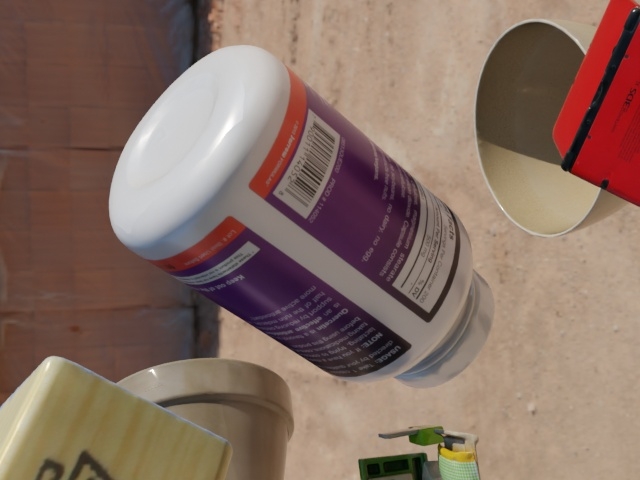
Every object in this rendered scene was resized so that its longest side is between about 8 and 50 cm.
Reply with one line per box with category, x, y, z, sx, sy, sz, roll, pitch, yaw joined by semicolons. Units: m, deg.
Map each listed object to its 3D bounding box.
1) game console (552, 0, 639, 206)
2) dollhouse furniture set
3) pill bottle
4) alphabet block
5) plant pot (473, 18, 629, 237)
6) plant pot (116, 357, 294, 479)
game console;0.262;-0.119;0.741;0.124;0.085;0.144;31;120;23
dollhouse furniture set;0.076;0.185;0.691;0.152;0.059;0.076;142;121;-76
pill bottle;0.000;0.000;0.736;0.181;0.323;0.181;-32;38;29
alphabet block;-0.222;0.251;0.791;0.192;0.193;0.197;-40;25;49
plant pot;0.364;-0.158;1.190;0.284;0.191;0.284;170;90;-69
plant pot;-0.183;0.380;1.370;0.323;0.323;0.280;117;150;-45
